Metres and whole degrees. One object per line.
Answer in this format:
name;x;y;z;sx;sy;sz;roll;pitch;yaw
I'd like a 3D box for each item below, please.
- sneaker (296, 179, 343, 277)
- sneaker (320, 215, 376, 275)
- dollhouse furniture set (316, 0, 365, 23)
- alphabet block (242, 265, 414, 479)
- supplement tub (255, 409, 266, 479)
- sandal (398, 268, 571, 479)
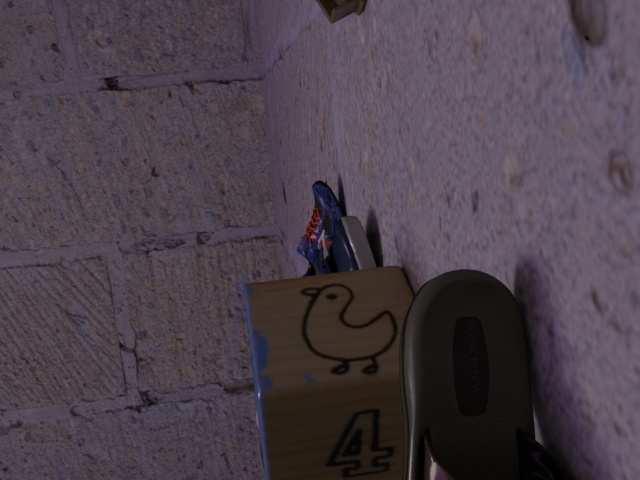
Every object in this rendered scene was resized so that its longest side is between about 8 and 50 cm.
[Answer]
sneaker;0.000;0.000;1.270;0.083;0.087;0.221;-117;22;-68
sneaker;0.007;0.119;1.080;0.131;0.148;0.350;-106;12;-52
dollhouse furniture set;0.027;-0.382;0.841;0.161;0.101;0.182;58;169;5
alphabet block;0.020;0.166;0.835;0.192;0.197;0.193;-107;13;-52
supplement tub;-0.031;0.450;1.497;0.191;0.191;0.272;-109;13;-59
sandal;0.114;0.166;0.462;0.086;0.120;0.302;149;116;-67
